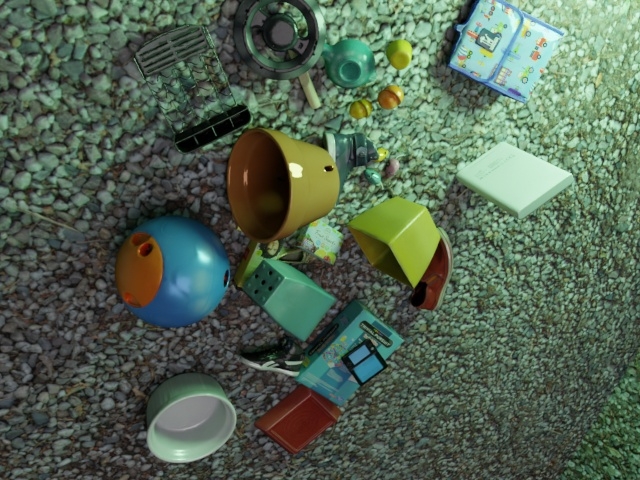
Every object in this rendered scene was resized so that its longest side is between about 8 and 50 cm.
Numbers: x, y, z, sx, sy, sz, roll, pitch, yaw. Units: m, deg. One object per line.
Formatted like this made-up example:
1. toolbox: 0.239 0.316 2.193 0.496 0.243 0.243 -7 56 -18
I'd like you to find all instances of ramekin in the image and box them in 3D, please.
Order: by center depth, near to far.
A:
1. ramekin: -0.418 0.555 1.781 0.277 0.135 0.277 -11 121 -19

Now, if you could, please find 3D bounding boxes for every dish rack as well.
1. dish rack: -0.312 -0.371 1.359 0.208 0.074 0.272 -29 125 -10

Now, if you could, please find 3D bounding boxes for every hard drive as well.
1. hard drive: 0.594 -0.195 1.746 0.203 0.307 0.040 -35 127 -4

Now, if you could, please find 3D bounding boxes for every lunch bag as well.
1. lunch bag: 0.511 -0.567 1.633 0.293 0.138 0.221 19 109 -19

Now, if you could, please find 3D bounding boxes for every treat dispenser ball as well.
1. treat dispenser ball: -0.378 0.079 1.442 0.288 0.288 0.288 -12 121 -20

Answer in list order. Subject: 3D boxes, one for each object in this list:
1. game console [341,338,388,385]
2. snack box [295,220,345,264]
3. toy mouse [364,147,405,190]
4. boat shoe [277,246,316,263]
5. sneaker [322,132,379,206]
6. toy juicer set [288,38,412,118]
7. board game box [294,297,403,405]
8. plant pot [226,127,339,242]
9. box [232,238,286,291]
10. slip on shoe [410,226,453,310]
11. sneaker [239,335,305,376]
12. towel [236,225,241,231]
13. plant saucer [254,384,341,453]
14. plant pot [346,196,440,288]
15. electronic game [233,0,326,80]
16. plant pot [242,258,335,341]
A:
1. game console: 0.151 0.416 1.919 0.122 0.071 0.107 -35 126 -5
2. snack box: 0.000 0.000 1.716 0.141 0.037 0.100 30 77 -35
3. toy mouse: 0.192 -0.212 1.714 0.160 0.031 0.143 -15 122 -18
4. boat shoe: -0.071 0.048 1.721 0.153 0.048 0.056 4 115 -27
5. sneaker: 0.090 -0.204 1.630 0.163 0.086 0.226 -7 119 -15
6. toy juicer set: 0.076 -0.435 1.509 0.328 0.090 0.209 2 128 1
7. board game box: 0.094 0.400 1.977 0.336 0.079 0.253 -47 126 4
8. plant pot: -0.088 -0.150 1.482 0.203 0.291 0.291 -10 122 -40
9. box: -0.178 0.046 1.663 0.087 0.058 0.232 15 110 -31
10. slip on shoe: 0.381 0.107 1.935 0.101 0.123 0.331 -6 124 -19
11. sneaker: -0.153 0.366 1.852 0.216 0.079 0.121 19 91 -26
12. towel: -0.203 -0.057 1.612 0.060 0.009 0.083 22 108 -12
13. plant saucer: -0.072 0.667 2.065 0.258 0.048 0.259 -39 125 -2
14. plant pot: 0.246 -0.014 1.756 0.187 0.212 0.212 -45 127 -13
15. electronic game: -0.100 -0.513 1.383 0.229 0.048 0.229 -4 115 -8
16. plant pot: -0.108 0.161 1.643 0.166 0.165 0.234 -53 143 -1
